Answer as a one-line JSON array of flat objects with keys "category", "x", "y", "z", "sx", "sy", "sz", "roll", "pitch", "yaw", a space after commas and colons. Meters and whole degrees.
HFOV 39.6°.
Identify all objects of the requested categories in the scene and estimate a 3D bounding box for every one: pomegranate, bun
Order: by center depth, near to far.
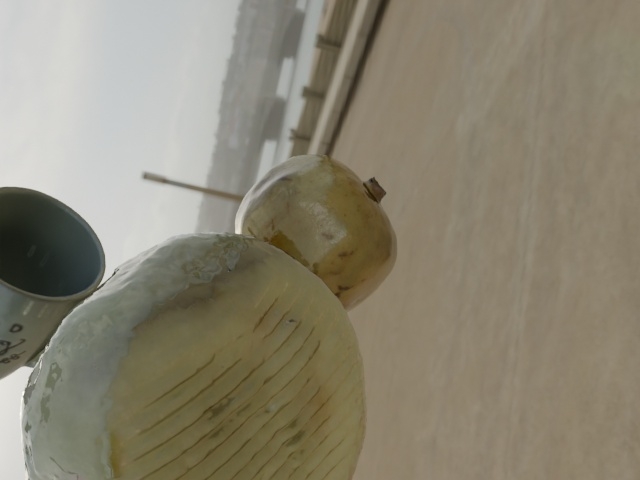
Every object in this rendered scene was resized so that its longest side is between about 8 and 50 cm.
[{"category": "bun", "x": -0.125, "y": 0.164, "z": 0.828, "sx": 0.213, "sy": 0.361, "sz": 0.361, "roll": 3, "pitch": 77, "yaw": 42}, {"category": "pomegranate", "x": 0.000, "y": 0.000, "z": 1.711, "sx": 0.332, "sy": 0.332, "sz": 0.332, "roll": -167, "pitch": 90, "yaw": -84}]

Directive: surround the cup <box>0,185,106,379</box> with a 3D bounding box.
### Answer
[{"category": "cup", "x": -0.387, "y": 0.095, "z": 1.174, "sx": 0.234, "sy": 0.258, "sz": 0.186, "roll": -50, "pitch": 6, "yaw": 32}]
